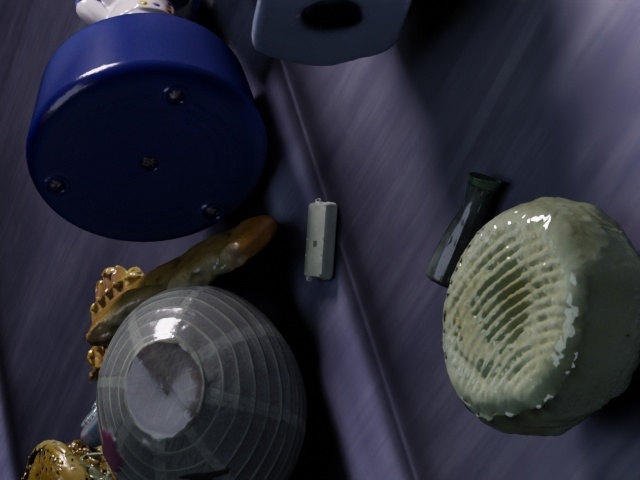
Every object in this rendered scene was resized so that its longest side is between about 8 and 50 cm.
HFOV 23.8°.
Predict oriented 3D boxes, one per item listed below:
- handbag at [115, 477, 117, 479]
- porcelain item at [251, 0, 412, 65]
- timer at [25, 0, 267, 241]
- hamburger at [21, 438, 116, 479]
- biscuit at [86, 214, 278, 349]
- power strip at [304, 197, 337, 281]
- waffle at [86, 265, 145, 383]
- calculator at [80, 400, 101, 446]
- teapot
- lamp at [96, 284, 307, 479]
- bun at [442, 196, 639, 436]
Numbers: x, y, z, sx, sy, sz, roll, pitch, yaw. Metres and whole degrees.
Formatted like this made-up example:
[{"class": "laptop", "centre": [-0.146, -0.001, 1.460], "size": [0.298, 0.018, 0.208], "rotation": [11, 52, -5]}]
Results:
[{"class": "handbag", "centre": [-0.188, 0.288, 1.804], "size": [0.182, 0.117, 0.270], "rotation": [10, 86, 63]}, {"class": "porcelain item", "centre": [-0.012, -0.389, 1.484], "size": [0.242, 0.178, 0.405], "rotation": [107, 158, -65]}, {"class": "timer", "centre": [-0.215, -0.218, 1.817], "size": [0.270, 0.270, 0.383], "rotation": [-57, 30, 39]}, {"class": "hamburger", "centre": [-0.336, 0.347, 2.051], "size": [0.185, 0.113, 0.177], "rotation": [-62, 38, 36]}, {"class": "biscuit", "centre": [-0.151, 0.037, 1.750], "size": [0.299, 0.154, 0.045], "rotation": [-30, 98, 34]}, {"class": "power strip", "centre": [0.000, 0.000, 1.625], "size": [0.040, 0.016, 0.090], "rotation": [1, 87, 59]}, {"class": "waffle", "centre": [-0.268, 0.120, 2.028], "size": [0.160, 0.046, 0.192], "rotation": [50, 129, 49]}, {"class": "calculator", "centre": [-0.222, 0.161, 1.861], "size": [0.299, 0.041, 0.185], "rotation": [-45, 13, 53]}, {"class": "teapot", "centre": [0.134, -0.011, 1.386], "size": [0.043, 0.043, 0.110], "rotation": [43, 119, 52]}, {"class": "lamp", "centre": [-0.123, 0.182, 1.619], "size": [0.265, 0.233, 0.233], "rotation": [60, 136, 26]}, {"class": "bun", "centre": [0.188, 0.065, 1.211], "size": [0.195, 0.118, 0.195], "rotation": [-21, 64, 52]}]
